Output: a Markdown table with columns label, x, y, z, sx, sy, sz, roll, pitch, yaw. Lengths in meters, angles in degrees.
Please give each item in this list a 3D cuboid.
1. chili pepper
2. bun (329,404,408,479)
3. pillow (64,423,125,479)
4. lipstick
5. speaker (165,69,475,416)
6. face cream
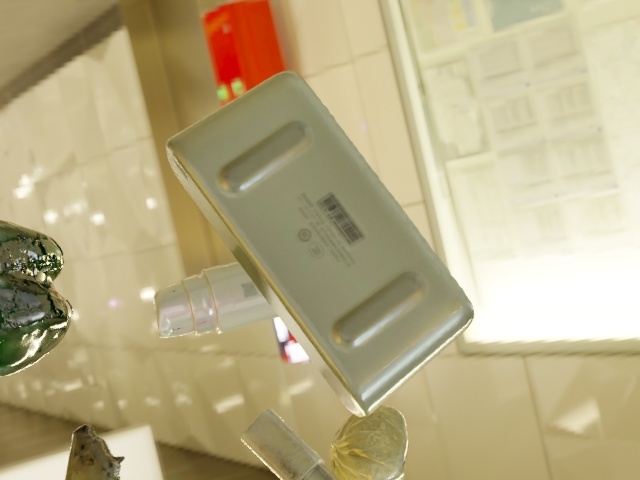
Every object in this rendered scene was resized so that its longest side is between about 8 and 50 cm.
| label | x | y | z | sx | sy | sz | roll | pitch | yaw |
| --- | --- | --- | --- | --- | --- | --- | --- | --- | --- |
| chili pepper | -0.483 | 0.076 | 1.727 | 0.248 | 0.233 | 0.256 | 5 | -173 | 36 |
| bun | 0.093 | 0.447 | 2.616 | 0.153 | 0.244 | 0.244 | 16 | 178 | -10 |
| pillow | -0.300 | 0.360 | 1.675 | 0.093 | 0.241 | 0.051 | -10 | 156 | 22 |
| lipstick | -0.024 | 0.406 | 2.190 | 0.077 | 0.253 | 0.079 | -46 | 164 | -5 |
| speaker | 0.000 | 0.000 | 1.537 | 0.184 | 0.406 | 0.183 | -36 | 175 | -9 |
| face cream | -0.083 | 0.070 | 1.890 | 0.345 | 0.102 | 0.102 | -13 | -177 | -13 |
